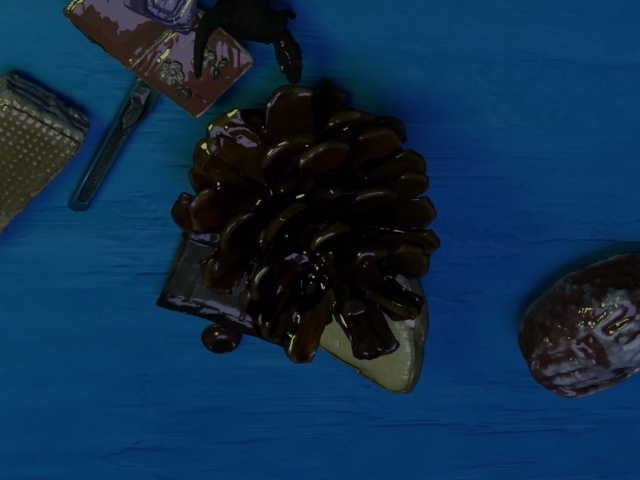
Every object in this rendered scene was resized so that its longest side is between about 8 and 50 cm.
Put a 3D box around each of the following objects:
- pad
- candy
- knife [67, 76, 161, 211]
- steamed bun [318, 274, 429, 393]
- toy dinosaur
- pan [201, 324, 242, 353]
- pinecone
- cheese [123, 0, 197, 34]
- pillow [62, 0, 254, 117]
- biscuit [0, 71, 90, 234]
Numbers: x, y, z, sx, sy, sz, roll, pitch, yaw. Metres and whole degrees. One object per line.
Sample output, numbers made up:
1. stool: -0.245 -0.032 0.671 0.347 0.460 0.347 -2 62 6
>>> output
1. pad: -0.122 0.071 1.723 0.233 0.022 0.174 18 119 -11
2. candy: 0.467 0.148 1.849 0.214 0.157 0.289 32 121 -28
3. knife: -0.278 -0.140 1.527 0.044 0.026 0.296 10 131 -35
4. steamed bun: 0.097 0.110 1.768 0.231 0.110 0.212 36 117 6
5. toy dinosaur: -0.071 -0.244 1.358 0.187 0.179 0.087 26 125 -34
6. pan: -0.160 0.150 1.828 0.068 0.023 0.115 4 133 -13
7. pinecone: 0.000 0.000 1.484 0.384 0.384 0.384 -5 134 -5
8. cheese: -0.153 -0.341 1.329 0.105 0.042 0.191 20 117 -30
9. pillow: -0.202 -0.259 1.404 0.126 0.043 0.232 -45 125 12
10. biscuit: -0.493 -0.055 1.532 0.144 0.078 0.426 30 123 -34
